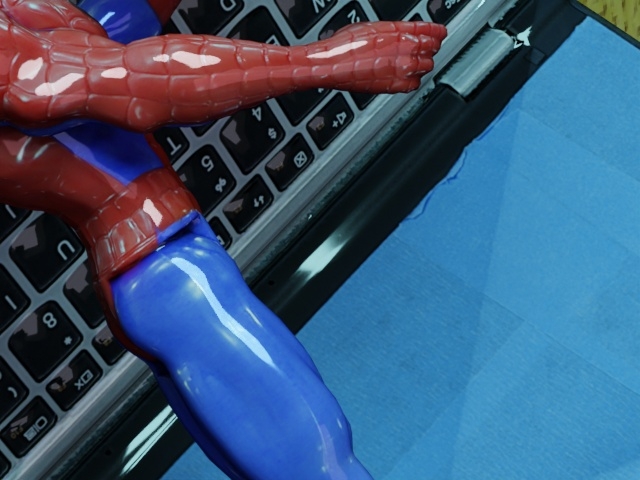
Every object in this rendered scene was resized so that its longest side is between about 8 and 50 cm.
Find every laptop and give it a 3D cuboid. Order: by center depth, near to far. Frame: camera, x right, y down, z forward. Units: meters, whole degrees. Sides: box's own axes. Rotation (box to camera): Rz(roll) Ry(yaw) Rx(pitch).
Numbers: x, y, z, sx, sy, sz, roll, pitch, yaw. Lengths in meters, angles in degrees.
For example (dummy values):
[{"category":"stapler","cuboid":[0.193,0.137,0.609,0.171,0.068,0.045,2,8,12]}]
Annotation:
[{"category":"laptop","cuboid":[-0.009,0.022,0.497,0.382,0.236,0.408,-46,126,-19]}]

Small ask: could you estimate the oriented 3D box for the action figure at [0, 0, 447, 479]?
[{"category":"action figure","cuboid":[0.000,0.000,0.447,0.139,0.091,0.280,-39,96,-13]}]
